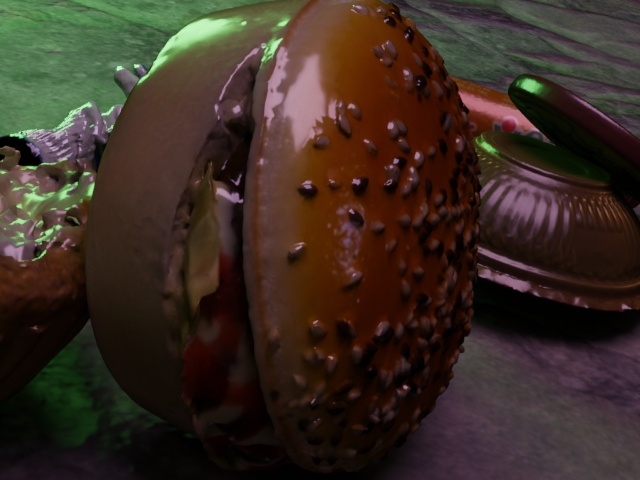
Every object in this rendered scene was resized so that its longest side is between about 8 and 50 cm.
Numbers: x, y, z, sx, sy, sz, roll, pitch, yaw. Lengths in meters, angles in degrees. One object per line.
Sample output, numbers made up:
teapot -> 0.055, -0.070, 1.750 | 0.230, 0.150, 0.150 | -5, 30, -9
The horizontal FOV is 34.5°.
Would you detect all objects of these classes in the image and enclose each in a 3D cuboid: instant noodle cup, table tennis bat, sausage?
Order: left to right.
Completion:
sausage -> 0.224, -0.104, 1.113 | 0.312, 0.093, 0.093 | 20, 28, 12
instant noodle cup -> 0.186, -0.035, 0.924 | 0.273, 0.091, 0.274 | 15, 19, -5
table tennis bat -> 0.300, -0.057, 0.963 | 0.310, 0.038, 0.200 | 38, 4, -13

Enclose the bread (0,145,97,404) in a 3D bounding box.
bread -> -0.252, 0.009, 0.602 | 0.274, 0.149, 0.274 | 14, 19, -5

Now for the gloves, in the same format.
gloves -> -0.188, -0.085, 0.890 | 0.119, 0.097, 0.229 | -23, 15, 36

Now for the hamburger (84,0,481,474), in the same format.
hamburger -> 0.000, 0.000, 0.615 | 0.176, 0.300, 0.300 | 8, 23, 24
